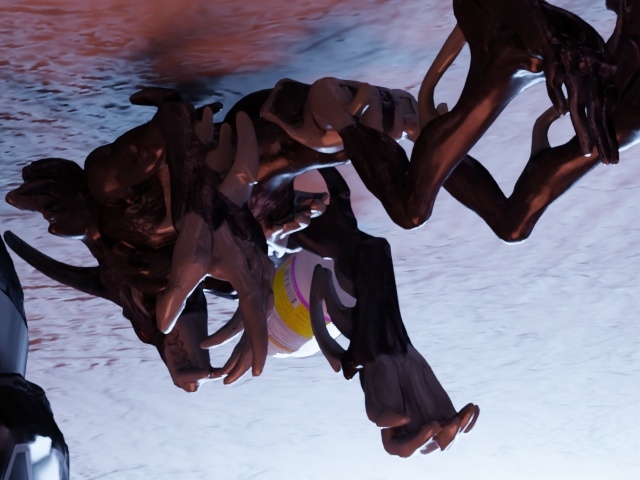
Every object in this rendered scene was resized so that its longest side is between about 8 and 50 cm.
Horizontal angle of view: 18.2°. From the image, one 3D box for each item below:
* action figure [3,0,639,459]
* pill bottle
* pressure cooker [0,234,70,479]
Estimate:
[{"bbox_3d":[0.000,0.000,0.709,0.275,0.141,0.164,-24,154,36],"label":"action figure"},{"bbox_3d":[-0.005,0.027,0.913,0.043,0.043,0.083,5,158,-22],"label":"pill bottle"},{"bbox_3d":[-0.296,0.179,0.707,0.370,0.420,0.375,19,154,-36],"label":"pressure cooker"}]
